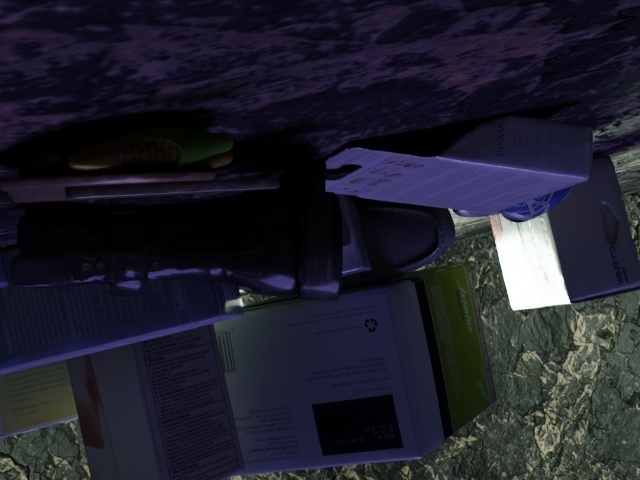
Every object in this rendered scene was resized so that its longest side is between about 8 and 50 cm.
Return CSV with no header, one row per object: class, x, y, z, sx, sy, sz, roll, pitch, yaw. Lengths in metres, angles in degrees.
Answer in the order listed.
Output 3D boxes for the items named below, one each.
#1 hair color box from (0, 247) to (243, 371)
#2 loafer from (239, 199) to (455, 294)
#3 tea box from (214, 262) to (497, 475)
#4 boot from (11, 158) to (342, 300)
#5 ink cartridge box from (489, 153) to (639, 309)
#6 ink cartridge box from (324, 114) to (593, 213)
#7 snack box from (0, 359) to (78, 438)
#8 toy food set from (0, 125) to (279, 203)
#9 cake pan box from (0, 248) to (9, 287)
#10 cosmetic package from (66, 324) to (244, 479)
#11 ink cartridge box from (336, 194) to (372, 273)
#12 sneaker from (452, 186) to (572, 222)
hair color box,-0.278,0.067,1.026,0.374,0.114,0.185,-14,176,1
loafer,0.014,0.016,1.302,0.319,0.112,0.111,-15,-176,28
tea box,0.031,0.175,1.444,0.329,0.220,0.323,-11,179,26
boot,-0.107,-0.012,0.763,0.229,0.091,0.263,0,-171,-6
ink cartridge box,0.356,-0.004,1.541,0.114,0.197,0.273,-13,176,-9
ink cartridge box,0.100,-0.073,0.925,0.224,0.056,0.181,8,169,-19
snack box,-0.376,0.149,1.323,0.322,0.187,0.060,-11,176,-24
toy food set,-0.119,-0.044,0.593,0.132,0.039,0.192,-5,-177,-32
cake pan box,-0.364,0.036,0.618,0.267,0.070,0.246,-15,178,24
cosmetic package,-0.212,0.161,1.256,0.129,0.296,0.153,-15,175,36
ink cartridge box,0.000,0.000,1.174,0.092,0.090,0.143,-14,175,6
sneaker,0.232,-0.062,1.155,0.081,0.080,0.211,-13,179,45
